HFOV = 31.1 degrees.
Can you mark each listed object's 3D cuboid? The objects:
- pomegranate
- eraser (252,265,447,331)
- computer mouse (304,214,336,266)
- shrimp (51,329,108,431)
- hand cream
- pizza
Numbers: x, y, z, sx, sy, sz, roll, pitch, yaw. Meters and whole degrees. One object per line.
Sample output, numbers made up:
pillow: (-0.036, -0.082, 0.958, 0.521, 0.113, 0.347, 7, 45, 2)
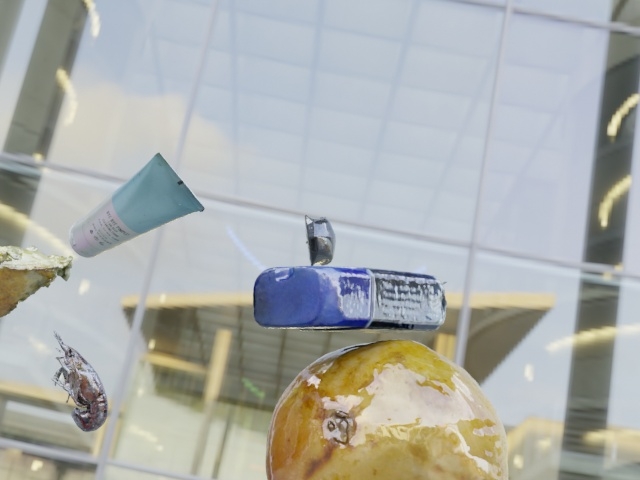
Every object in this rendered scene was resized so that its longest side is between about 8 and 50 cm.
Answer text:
pomegranate: (0.116, 0.346, 1.813, 0.410, 0.410, 0.410, 10, -20, 4)
eraser: (0.056, 0.093, 1.775, 0.155, 0.101, 0.332, -4, -6, 36)
computer mouse: (0.000, 0.000, 2.181, 0.057, 0.099, 0.172, -9, -5, -2)
shrimp: (-0.370, 0.210, 1.737, 0.065, 0.165, 0.056, -29, 1, -1)
hand cream: (-0.301, -0.051, 1.833, 0.312, 0.070, 0.111, -24, -72, 45)
pizza: (-0.514, 0.063, 1.744, 0.288, 0.075, 0.280, -13, -32, -5)
